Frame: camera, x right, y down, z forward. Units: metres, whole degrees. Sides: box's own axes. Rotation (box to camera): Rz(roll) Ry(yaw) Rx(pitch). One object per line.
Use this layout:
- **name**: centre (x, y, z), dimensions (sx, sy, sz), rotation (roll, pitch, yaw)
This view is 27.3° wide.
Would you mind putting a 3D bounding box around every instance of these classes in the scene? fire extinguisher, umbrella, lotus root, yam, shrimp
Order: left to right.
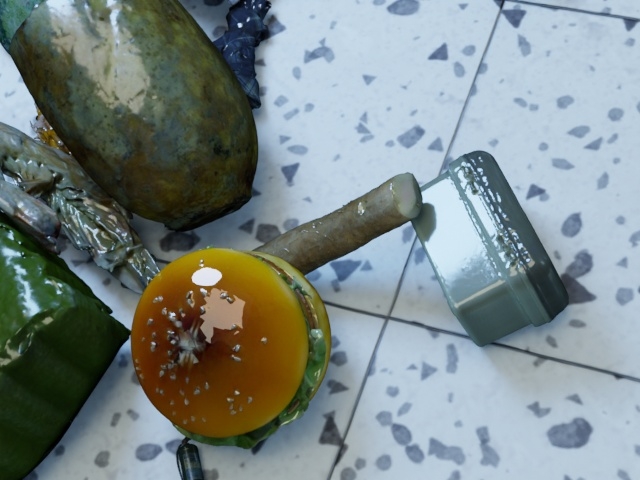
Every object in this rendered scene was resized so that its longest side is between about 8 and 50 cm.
- **shrimp**: centre (-0.341, -0.043, 1.702), dimensions (0.360, 0.247, 0.085), rotation (42, 105, 16)
- **lotus root**: centre (-0.223, -0.172, 1.695), dimensions (0.250, 0.250, 0.346), rotation (-33, 88, -5)
- **fire extinguisher**: centre (-0.159, 0.274, 1.595), dimensions (0.038, 0.025, 0.083), rotation (-30, 56, 25)
- **umbrella**: centre (-0.117, -0.279, 1.861), dimensions (0.071, 0.080, 0.224), rotation (-25, 47, 42)
- **yam**: centre (0.000, 0.000, 1.613), dimensions (0.300, 0.066, 0.066), rotation (-28, 55, 31)

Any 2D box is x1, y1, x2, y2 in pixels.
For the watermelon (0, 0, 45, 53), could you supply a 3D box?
- **watermelon**: centre (-0.420, -0.399, 1.940), dimensions (0.176, 0.260, 0.256), rotation (-13, 76, -8)

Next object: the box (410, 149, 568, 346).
- **box**: centre (0.195, 0.011, 1.577), dimensions (0.129, 0.148, 0.210), rotation (-28, 56, 8)

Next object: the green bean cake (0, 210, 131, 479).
- **green bean cake**: centre (-0.444, 0.135, 1.649), dimensions (0.319, 0.218, 0.335), rotation (-47, 55, -4)

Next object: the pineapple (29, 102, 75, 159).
- **pineapple**: centre (-0.316, -0.193, 1.859), dimensions (0.225, 0.076, 0.224), rotation (-5, 62, 10)

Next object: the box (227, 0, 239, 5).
- **box**: centre (-0.239, -0.460, 1.867), dimensions (0.206, 0.291, 0.262), rotation (7, 101, 51)

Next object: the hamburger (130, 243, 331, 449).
- **hamburger**: centre (-0.111, 0.122, 1.544), dimensions (0.246, 0.170, 0.246), rotation (-1, 87, 20)
